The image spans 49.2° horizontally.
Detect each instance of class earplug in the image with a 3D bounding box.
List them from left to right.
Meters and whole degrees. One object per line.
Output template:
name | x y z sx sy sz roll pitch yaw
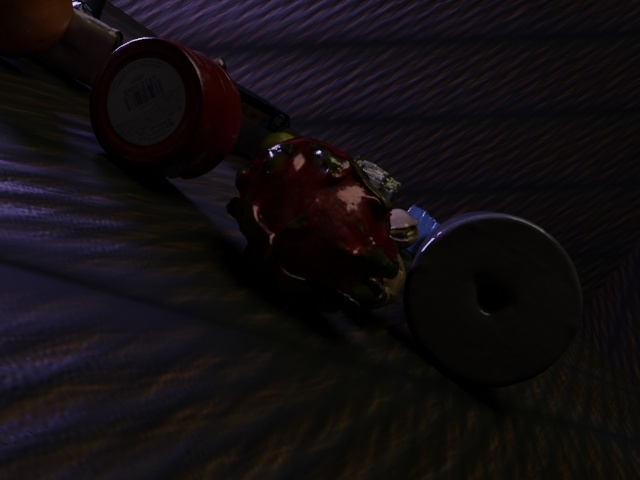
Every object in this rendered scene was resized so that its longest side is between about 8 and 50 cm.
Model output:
earplug | 0.326 0.093 1.422 0.313 0.312 0.394 36 8 3

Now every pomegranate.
pomegranate | -0.554 -0.428 1.241 0.209 0.209 0.209 34 11 -7

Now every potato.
potato | 0.080 0.051 1.267 0.161 0.128 0.235 17 7 19

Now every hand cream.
hand cream | -0.259 -0.219 1.176 0.230 0.230 0.149 39 9 16

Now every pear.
pear | -0.108 -0.235 1.888 0.141 0.141 0.104 21 57 -52

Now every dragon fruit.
dragon fruit | -0.004 -0.022 1.084 0.303 0.231 0.237 40 -6 15

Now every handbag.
handbag | 0.341 -0.022 2.380 0.057 0.144 0.221 27 14 -30

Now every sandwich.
sandwich | 0.116 -0.121 1.964 0.155 0.198 0.227 35 11 0

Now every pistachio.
pistachio | 0.242 -0.031 2.225 0.145 0.117 0.200 -2 19 5

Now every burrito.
burrito | -0.575 -0.450 1.436 0.332 0.135 0.190 30 3 -11

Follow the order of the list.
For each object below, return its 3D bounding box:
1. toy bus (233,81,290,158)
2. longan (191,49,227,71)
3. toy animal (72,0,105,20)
toy bus | -0.252 -0.342 1.881 0.171 0.162 0.386 38 11 24
longan | -0.351 -0.447 1.947 0.185 0.204 0.159 37 33 -58
toy animal | -0.591 -0.535 1.687 0.106 0.168 0.343 31 23 -31
